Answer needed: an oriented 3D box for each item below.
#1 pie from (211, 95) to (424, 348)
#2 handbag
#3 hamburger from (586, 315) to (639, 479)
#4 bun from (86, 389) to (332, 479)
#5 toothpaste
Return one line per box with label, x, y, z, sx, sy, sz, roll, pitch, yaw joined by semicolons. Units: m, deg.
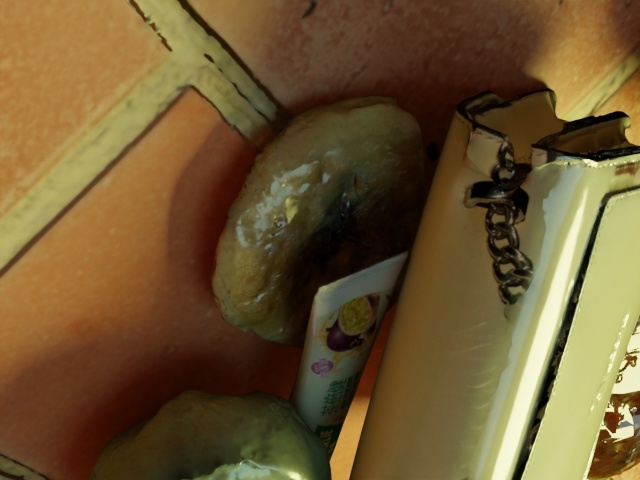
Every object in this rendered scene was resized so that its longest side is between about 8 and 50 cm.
pie;-0.002;-0.002;0.871;0.185;0.052;0.218;-26;138;-17
handbag;0.142;0.072;0.900;0.236;0.160;0.359;-19;128;-57
hamburger;0.262;0.117;1.116;0.243;0.146;0.286;16;114;-36
bun;-0.089;0.185;0.899;0.195;0.118;0.195;-9;138;-8
toothpaste;0.003;0.119;0.928;0.055;0.058;0.314;17;139;1
